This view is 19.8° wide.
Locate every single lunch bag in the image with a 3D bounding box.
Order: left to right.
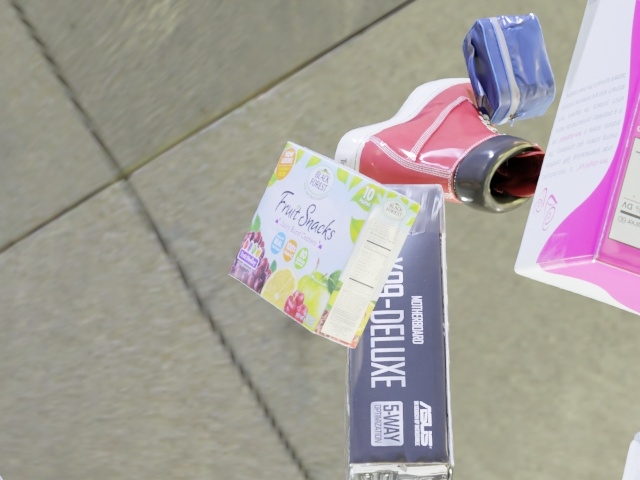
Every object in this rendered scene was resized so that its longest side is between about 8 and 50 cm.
[{"bbox_3d":[0.164,-0.148,1.630,0.065,0.067,0.098,-9,72,-12],"label":"lunch bag"}]

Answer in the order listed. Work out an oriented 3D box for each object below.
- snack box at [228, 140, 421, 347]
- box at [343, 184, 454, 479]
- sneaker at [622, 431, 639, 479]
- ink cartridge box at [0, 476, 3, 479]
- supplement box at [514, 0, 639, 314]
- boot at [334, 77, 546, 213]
[{"bbox_3d":[0.000,0.000,1.180,0.037,0.141,0.100,24,92,-29],"label":"snack box"},{"bbox_3d":[0.057,0.141,1.438,0.076,0.307,0.242,0,55,1],"label":"box"},{"bbox_3d":[0.251,0.109,0.654,0.330,0.122,0.146,-2,97,-22],"label":"sneaker"},{"bbox_3d":[-0.246,0.075,0.919,0.071,0.330,0.324,-34,90,-29],"label":"ink cartridge box"},{"bbox_3d":[0.204,-0.072,1.038,0.114,0.111,0.220,20,81,-15],"label":"supplement box"},{"bbox_3d":[0.145,-0.080,1.604,0.244,0.176,0.088,-34,124,-55],"label":"boot"}]
